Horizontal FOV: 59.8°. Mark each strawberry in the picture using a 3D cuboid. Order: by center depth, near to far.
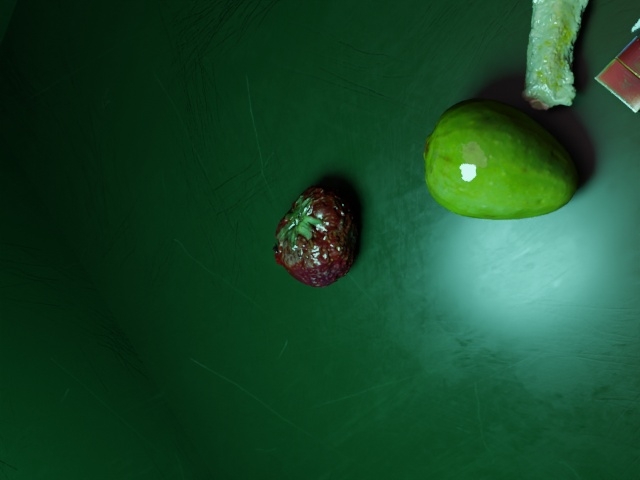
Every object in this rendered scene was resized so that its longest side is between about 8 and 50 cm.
[{"bbox_3d":[0.000,0.000,1.506,0.274,0.220,0.274,-36,41,39],"label":"strawberry"}]

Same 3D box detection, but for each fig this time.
[{"bbox_3d":[0.384,-0.165,1.194,0.326,0.258,0.258,18,108,13],"label":"fig"}]

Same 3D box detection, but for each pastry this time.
[{"bbox_3d":[0.493,-0.405,1.172,0.121,0.089,0.258,6,102,29],"label":"pastry"}]

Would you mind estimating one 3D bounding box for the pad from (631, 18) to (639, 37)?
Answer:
[{"bbox_3d":[0.755,-0.357,0.967,0.330,0.004,0.220,41,139,6],"label":"pad"}]

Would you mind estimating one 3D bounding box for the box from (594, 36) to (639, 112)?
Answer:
[{"bbox_3d":[0.653,-0.354,1.098,0.112,0.048,0.175,49,120,17],"label":"box"}]
